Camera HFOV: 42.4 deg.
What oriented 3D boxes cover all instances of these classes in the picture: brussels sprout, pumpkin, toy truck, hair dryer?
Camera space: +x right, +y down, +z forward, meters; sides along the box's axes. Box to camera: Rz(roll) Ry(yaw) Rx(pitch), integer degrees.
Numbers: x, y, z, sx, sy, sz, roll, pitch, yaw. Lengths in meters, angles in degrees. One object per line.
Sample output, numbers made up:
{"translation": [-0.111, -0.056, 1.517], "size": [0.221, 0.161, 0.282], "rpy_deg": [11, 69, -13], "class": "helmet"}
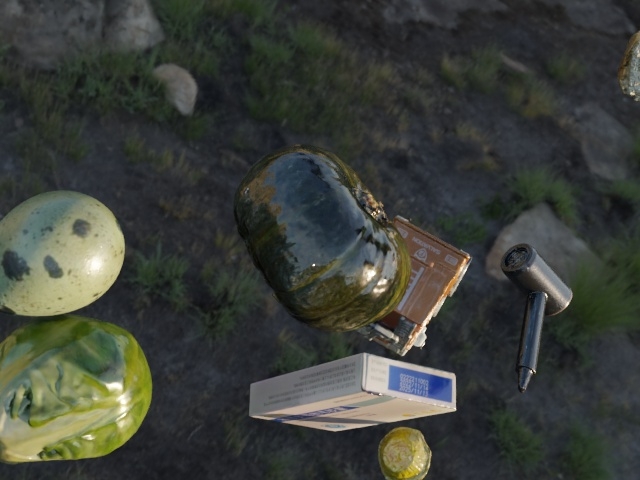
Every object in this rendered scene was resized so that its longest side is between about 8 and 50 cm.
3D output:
{"translation": [-0.396, 0.226, 1.241], "size": [0.210, 0.220, 0.271], "rpy_deg": [9, 29, 43], "class": "brussels sprout"}
{"translation": [0.000, 0.000, 0.907], "size": [0.224, 0.157, 0.224], "rpy_deg": [53, 13, -17], "class": "pumpkin"}
{"translation": [0.164, 0.113, 1.664], "size": [0.173, 0.387, 0.207], "rpy_deg": [29, 74, 9], "class": "toy truck"}
{"translation": [0.340, 0.129, 1.350], "size": [0.128, 0.070, 0.255], "rpy_deg": [45, 44, -24], "class": "hair dryer"}

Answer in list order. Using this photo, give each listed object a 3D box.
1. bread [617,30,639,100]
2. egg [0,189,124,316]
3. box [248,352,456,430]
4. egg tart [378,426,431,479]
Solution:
{"translation": [0.587, -0.324, 1.502], "size": [0.082, 0.125, 0.106], "rpy_deg": [4, 23, 5], "class": "bread"}
{"translation": [-0.400, 0.025, 1.212], "size": [0.228, 0.177, 0.177], "rpy_deg": [-27, 61, -5], "class": "egg"}
{"translation": [0.046, 0.270, 1.426], "size": [0.200, 0.343, 0.065], "rpy_deg": [18, 64, -31], "class": "box"}
{"translation": [0.143, 0.378, 1.451], "size": [0.105, 0.105, 0.039], "rpy_deg": [61, 11, 29], "class": "egg tart"}
